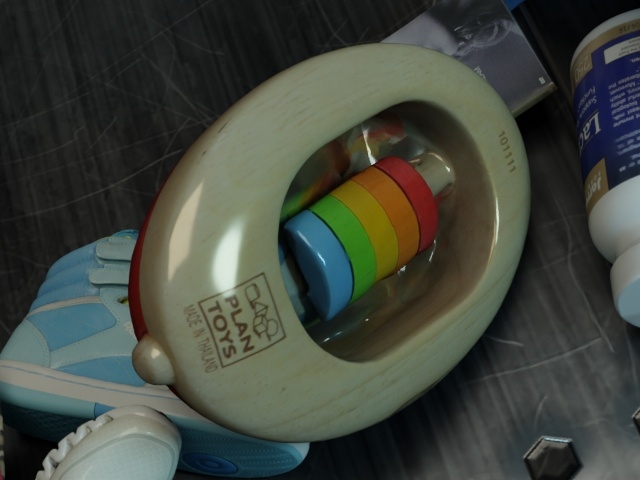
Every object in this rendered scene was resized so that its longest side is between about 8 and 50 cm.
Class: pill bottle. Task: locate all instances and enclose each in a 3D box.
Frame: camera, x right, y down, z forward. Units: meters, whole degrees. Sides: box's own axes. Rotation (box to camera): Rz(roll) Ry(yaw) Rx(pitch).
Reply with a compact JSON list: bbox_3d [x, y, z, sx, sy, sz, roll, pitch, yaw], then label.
[{"bbox_3d":[0.306,-0.062,1.309,0.153,0.153,0.264,-8,56,11],"label":"pill bottle"}]

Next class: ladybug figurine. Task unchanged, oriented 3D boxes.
[{"bbox_3d":[0.000,0.000,1.271,0.449,0.305,0.162,-29,17,-39],"label":"ladybug figurine"}]

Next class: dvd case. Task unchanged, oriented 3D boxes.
[{"bbox_3d":[0.104,-0.146,1.466,0.221,0.018,0.164,-34,54,14],"label":"dvd case"}]

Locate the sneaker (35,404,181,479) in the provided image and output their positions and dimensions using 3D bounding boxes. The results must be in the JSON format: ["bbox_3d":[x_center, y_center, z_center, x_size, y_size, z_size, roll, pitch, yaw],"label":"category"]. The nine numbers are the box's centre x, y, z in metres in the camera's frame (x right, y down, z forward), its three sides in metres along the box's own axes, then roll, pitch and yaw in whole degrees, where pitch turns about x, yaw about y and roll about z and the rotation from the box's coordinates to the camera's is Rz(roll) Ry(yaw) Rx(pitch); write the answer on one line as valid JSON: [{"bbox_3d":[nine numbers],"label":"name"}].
[{"bbox_3d":[-0.211,0.265,1.234,0.292,0.110,0.118,-51,28,8],"label":"sneaker"}]

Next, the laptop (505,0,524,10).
[{"bbox_3d":[0.375,-0.339,1.337,0.382,0.236,0.408,-37,36,-8],"label":"laptop"}]

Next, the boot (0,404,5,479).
[{"bbox_3d":[-0.407,0.275,1.260,0.284,0.138,0.377,-27,44,31],"label":"boot"}]

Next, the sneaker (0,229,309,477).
[{"bbox_3d":[-0.141,0.091,1.361,0.319,0.127,0.208,9,61,18],"label":"sneaker"}]
